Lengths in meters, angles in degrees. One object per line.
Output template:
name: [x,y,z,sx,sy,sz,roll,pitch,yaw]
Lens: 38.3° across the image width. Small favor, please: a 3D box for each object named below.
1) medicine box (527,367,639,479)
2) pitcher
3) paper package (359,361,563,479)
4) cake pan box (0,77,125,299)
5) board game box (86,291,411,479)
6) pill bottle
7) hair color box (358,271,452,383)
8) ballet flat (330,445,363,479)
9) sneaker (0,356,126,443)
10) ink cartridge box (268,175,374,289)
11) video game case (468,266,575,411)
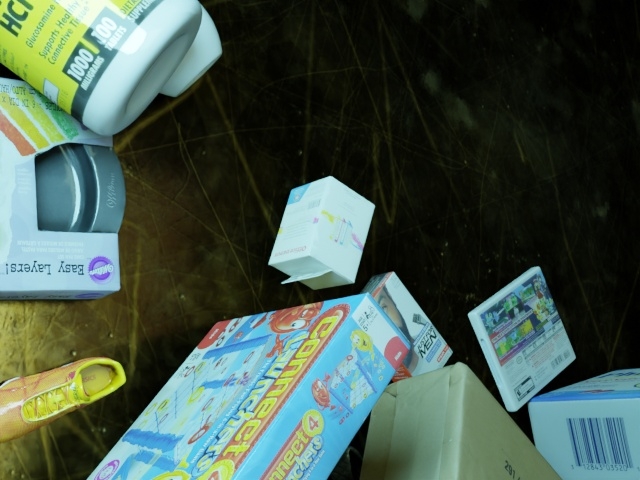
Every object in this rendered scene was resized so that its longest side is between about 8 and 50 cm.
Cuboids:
medicine box: [0.548,0.306,1.557,0.289,0.263,0.149,-8,85,-40]
pitcher: [-0.241,-0.265,1.150,0.207,0.125,0.178,46,75,-9]
paper package: [0.204,0.390,1.256,0.325,0.168,0.309,50,31,-22]
cake pan box: [-0.352,-0.057,1.032,0.267,0.070,0.245,4,79,-39]
board game box: [-0.094,0.208,1.027,0.086,0.302,0.308,52,53,-18]
pill bottle: [-0.311,-0.281,1.001,0.334,0.188,0.188,37,57,-4]
hair color box: [0.117,0.140,1.381,0.167,0.053,0.093,52,54,-17]
ballet flat: [0.068,0.349,1.292,0.173,0.049,0.057,47,53,-21]
sneaker: [-0.299,0.170,1.022,0.175,0.067,0.064,-27,99,-38]
ink cartridge box: [0.000,0.000,1.291,0.090,0.092,0.143,31,63,-31]
video game case: [0.350,0.166,1.586,0.201,0.023,0.183,-28,98,-39]
